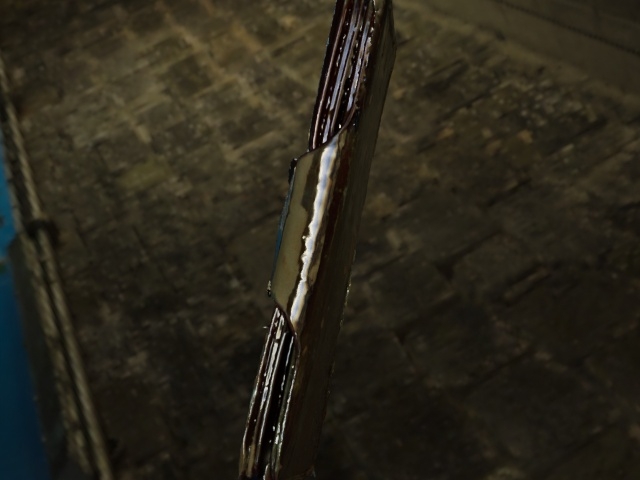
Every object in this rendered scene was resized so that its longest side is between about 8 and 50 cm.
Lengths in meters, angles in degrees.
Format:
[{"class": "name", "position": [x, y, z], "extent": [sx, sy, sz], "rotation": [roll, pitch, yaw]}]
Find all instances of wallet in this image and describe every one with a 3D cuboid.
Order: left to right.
[{"class": "wallet", "position": [0.000, 0.000, 0.546], "extent": [0.122, 0.031, 0.232], "rotation": [48, -126, -78]}]
